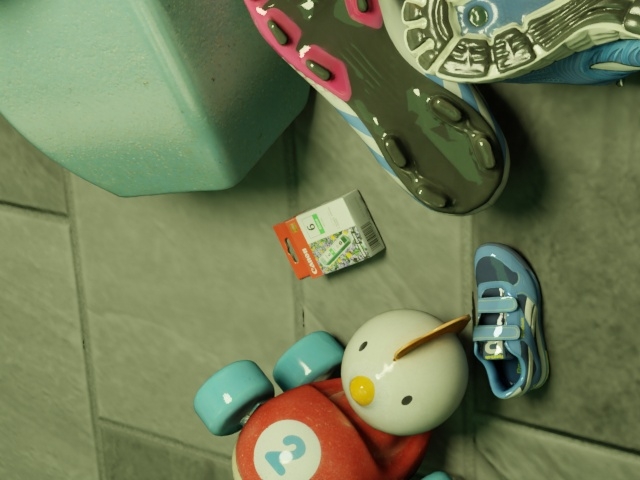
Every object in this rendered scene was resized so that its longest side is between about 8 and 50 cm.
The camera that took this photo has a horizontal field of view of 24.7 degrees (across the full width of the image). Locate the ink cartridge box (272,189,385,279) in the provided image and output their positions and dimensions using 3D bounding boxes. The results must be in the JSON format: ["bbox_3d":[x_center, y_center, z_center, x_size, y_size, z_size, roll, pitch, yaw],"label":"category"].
[{"bbox_3d":[0.000,0.000,1.386,0.115,0.029,0.063,-22,97,39],"label":"ink cartridge box"}]

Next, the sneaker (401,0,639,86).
[{"bbox_3d":[0.233,-0.186,1.086,0.330,0.147,0.129,-6,90,19],"label":"sneaker"}]

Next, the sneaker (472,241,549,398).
[{"bbox_3d":[0.162,0.073,1.283,0.053,0.059,0.144,-6,105,40],"label":"sneaker"}]

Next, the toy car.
[{"bbox_3d":[0.046,0.141,1.299,0.219,0.210,0.238,50,130,21],"label":"toy car"}]

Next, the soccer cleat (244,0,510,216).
[{"bbox_3d":[0.037,-0.159,1.212,0.116,0.143,0.331,-35,93,11],"label":"soccer cleat"}]

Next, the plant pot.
[{"bbox_3d":[-0.146,-0.179,1.285,0.247,0.248,0.252,-2,125,36],"label":"plant pot"}]
